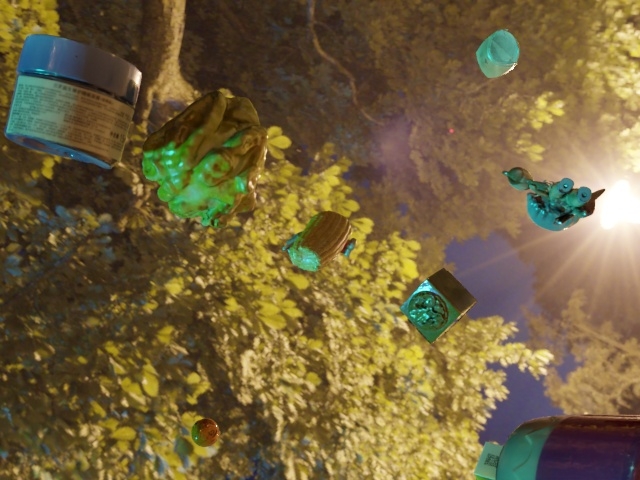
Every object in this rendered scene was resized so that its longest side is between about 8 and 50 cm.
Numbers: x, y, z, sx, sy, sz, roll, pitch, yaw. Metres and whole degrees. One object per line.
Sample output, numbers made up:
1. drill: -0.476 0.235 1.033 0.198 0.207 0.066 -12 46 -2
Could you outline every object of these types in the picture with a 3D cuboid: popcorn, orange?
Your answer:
1. popcorn: -0.260 -0.200 1.556 0.312 0.312 0.312 -25 -53 -38
2. orange: -0.339 0.565 1.890 0.083 0.083 0.083 -25 -53 -38

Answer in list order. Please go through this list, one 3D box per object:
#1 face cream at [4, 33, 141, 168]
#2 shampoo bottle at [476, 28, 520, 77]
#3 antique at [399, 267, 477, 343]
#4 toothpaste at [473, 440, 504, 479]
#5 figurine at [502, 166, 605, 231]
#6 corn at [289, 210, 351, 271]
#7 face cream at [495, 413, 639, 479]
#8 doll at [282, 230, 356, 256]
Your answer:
1. face cream: -0.534 -0.291 1.389 0.249 0.249 0.225 20 -97 -51
2. shampoo bottle: 0.315 -0.332 1.151 0.212 0.049 0.072 -43 -70 -78
3. antique: 0.335 0.191 1.866 0.148 0.146 0.152 -23 -26 -53
4. toothpaste: 0.398 0.556 1.364 0.089 0.071 0.312 -54 -46 -37
5. figurine: 0.455 -0.080 1.280 0.260 0.205 0.102 16 -92 -80
6. corn: 0.000 0.000 1.180 0.165 0.085 0.063 -50 -13 -55
7. face cream: 0.324 0.284 0.719 0.175 0.195 0.175 7 -107 -26
8. doll: -0.004 0.014 1.401 0.180 0.079 0.094 0 -37 -29
